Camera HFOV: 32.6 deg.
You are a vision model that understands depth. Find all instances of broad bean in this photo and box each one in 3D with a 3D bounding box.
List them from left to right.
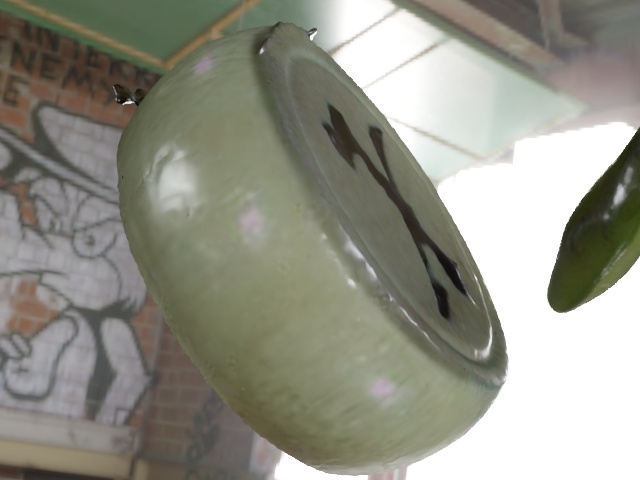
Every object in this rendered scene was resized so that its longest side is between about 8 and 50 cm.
[{"bbox_3d":[0.237,-0.052,0.762,0.067,0.075,0.325,-2,-38,-26],"label":"broad bean"}]

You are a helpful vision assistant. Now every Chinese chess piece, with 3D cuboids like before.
[{"bbox_3d":[0.000,0.000,0.539,0.092,0.237,0.238,-33,-29,19],"label":"Chinese chess piece"}]
